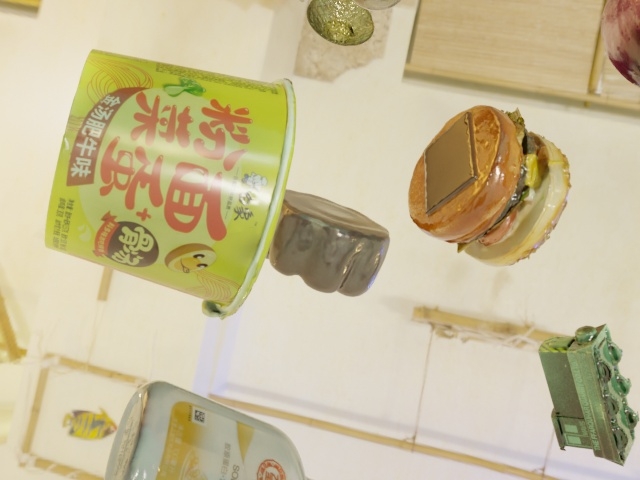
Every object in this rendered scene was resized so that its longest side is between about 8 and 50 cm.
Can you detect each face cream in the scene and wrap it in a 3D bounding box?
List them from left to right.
[{"bbox_3d":[-0.082,0.259,0.620,0.291,0.144,0.071,35,133,-30],"label":"face cream"}]

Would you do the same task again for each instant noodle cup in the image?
[{"bbox_3d":[-0.185,-0.076,0.697,0.221,0.312,0.311,14,178,-19],"label":"instant noodle cup"}]

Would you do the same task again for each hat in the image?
[{"bbox_3d":[0.034,-0.438,1.216,0.145,0.146,0.067,12,151,-8],"label":"hat"}]

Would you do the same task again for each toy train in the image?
[{"bbox_3d":[0.616,0.355,1.355,0.178,0.331,0.138,-10,-167,45],"label":"toy train"}]

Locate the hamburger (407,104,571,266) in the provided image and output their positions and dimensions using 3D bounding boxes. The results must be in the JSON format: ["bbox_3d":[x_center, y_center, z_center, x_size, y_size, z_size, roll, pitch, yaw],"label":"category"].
[{"bbox_3d":[0.316,-0.097,1.088,0.225,0.291,0.291,20,175,-21],"label":"hamburger"}]

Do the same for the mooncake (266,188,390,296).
[{"bbox_3d":[0.000,0.000,1.247,0.306,0.154,0.306,21,-171,-4],"label":"mooncake"}]

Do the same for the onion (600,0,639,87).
[{"bbox_3d":[0.356,-0.220,0.522,0.200,0.201,0.207,13,171,-37],"label":"onion"}]

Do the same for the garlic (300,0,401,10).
[{"bbox_3d":[0.051,-0.377,0.811,0.194,0.131,0.127,-23,156,25],"label":"garlic"}]
